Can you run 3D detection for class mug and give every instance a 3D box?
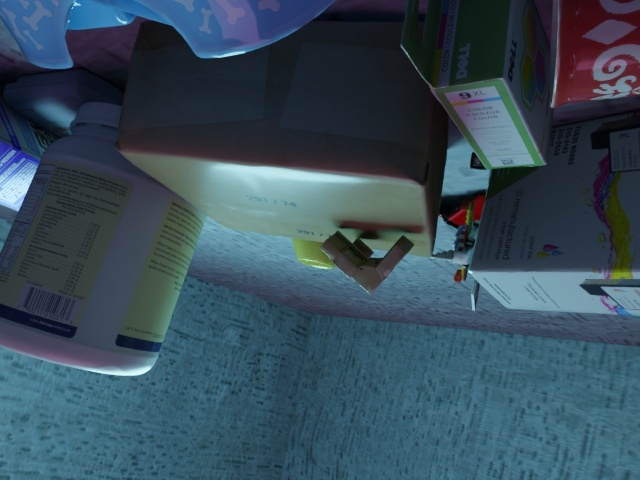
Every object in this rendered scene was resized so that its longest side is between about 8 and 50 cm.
[{"bbox_3d":[0.248,-0.159,0.339,0.169,0.113,0.150,2,166,21],"label":"mug"}]

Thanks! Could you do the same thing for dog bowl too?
[{"bbox_3d":[-0.116,-0.208,0.349,0.297,0.166,0.074,6,153,23],"label":"dog bowl"}]

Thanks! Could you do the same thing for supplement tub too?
[{"bbox_3d":[-0.297,0.001,0.717,0.235,0.325,0.235,16,168,4],"label":"supplement tub"}]

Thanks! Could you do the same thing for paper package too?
[{"bbox_3d":[-0.015,-0.110,0.626,0.324,0.168,0.309,7,167,15],"label":"paper package"}]

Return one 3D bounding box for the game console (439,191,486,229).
[{"bbox_3d":[0.274,-0.054,0.935,0.144,0.085,0.124,22,132,-37],"label":"game console"}]

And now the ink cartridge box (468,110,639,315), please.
[{"bbox_3d":[0.333,-0.030,0.566,0.278,0.202,0.117,-4,149,46],"label":"ink cartridge box"}]

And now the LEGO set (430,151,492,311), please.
[{"bbox_3d":[0.215,-0.021,0.740,0.060,0.183,0.244,9,158,21],"label":"LEGO set"}]

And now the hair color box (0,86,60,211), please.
[{"bbox_3d":[-0.465,-0.123,0.885,0.185,0.110,0.339,52,-176,26],"label":"hair color box"}]

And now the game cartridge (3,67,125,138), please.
[{"bbox_3d":[-0.334,-0.178,0.854,0.195,0.060,0.294,0,163,26],"label":"game cartridge"}]

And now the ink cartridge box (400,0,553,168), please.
[{"bbox_3d":[0.146,-0.154,0.437,0.062,0.109,0.209,1,162,36],"label":"ink cartridge box"}]

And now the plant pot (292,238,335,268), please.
[{"bbox_3d":[0.000,0.000,0.969,0.134,0.095,0.134,12,168,3],"label":"plant pot"}]

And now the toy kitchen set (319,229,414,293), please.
[{"bbox_3d":[0.061,0.003,0.622,0.083,0.075,0.068,42,-148,8],"label":"toy kitchen set"}]

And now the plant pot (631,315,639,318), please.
[{"bbox_3d":[0.601,0.058,0.710,0.165,0.166,0.234,16,176,-20],"label":"plant pot"}]
